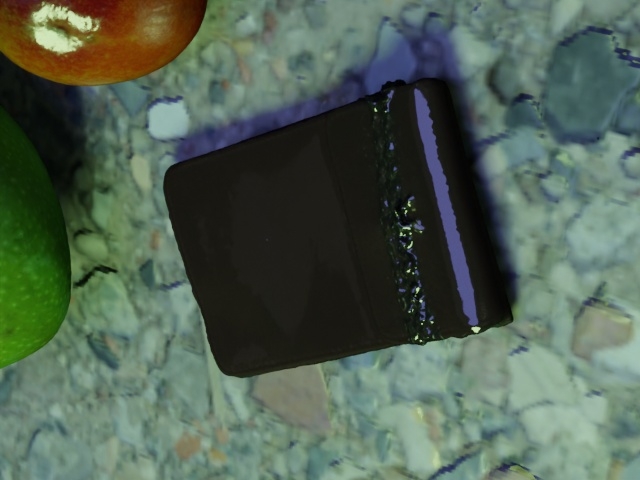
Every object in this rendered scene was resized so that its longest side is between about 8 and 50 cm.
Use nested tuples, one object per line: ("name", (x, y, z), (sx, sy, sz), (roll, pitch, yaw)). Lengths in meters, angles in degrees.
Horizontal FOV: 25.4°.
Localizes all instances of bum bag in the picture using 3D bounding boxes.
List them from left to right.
("bum bag", (0.000, 0.000, 0.610), (0.159, 0.026, 0.109), (-16, 93, 35))

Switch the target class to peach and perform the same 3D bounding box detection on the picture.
("peach", (-0.102, -0.113, 0.607), (0.100, 0.100, 0.101), (8, 106, 32))

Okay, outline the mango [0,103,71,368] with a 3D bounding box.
("mango", (-0.294, -0.022, 0.702), (0.381, 0.201, 0.225), (15, 96, 18))
